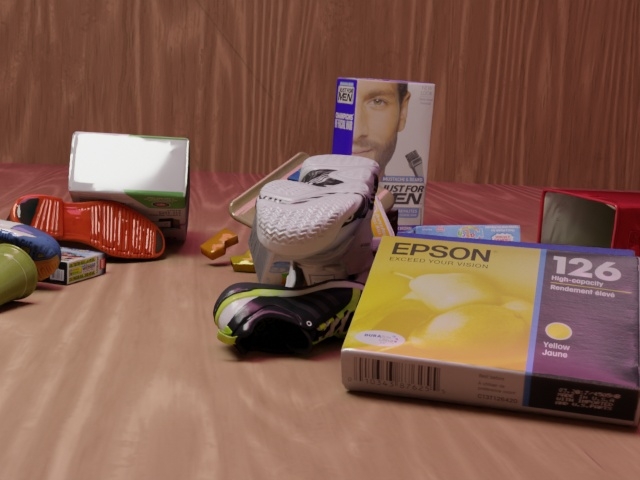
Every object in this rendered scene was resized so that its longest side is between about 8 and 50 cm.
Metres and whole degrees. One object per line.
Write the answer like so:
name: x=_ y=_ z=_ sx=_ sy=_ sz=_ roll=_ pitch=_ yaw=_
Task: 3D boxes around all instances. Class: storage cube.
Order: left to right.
storage cube: x=0.455 y=0.023 z=1.473 sx=0.193 sy=0.183 sz=0.215 roll=1 pitch=9 yaw=-20

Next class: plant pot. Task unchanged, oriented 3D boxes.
plant pot: x=-0.434 y=0.056 z=1.306 sx=0.083 sy=0.083 sz=0.079 roll=5 pitch=21 yaw=12

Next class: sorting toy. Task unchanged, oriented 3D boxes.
sorting toy: x=-0.049 y=-0.043 z=1.716 sx=0.229 sy=0.041 sz=0.307 roll=29 pitch=53 yaw=33

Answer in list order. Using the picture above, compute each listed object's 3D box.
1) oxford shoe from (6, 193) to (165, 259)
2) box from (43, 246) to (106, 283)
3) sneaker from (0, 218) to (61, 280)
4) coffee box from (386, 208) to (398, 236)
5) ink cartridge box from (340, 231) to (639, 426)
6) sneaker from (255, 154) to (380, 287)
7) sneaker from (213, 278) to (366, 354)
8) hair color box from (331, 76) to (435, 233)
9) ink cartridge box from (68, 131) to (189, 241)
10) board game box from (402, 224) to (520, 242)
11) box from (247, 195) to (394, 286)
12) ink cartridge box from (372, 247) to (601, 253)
oxford shoe: x=-0.404 y=-0.013 z=1.686 sx=0.271 sy=0.097 sz=0.098 roll=15 pitch=-30 yaw=-26
box: x=-0.458 y=0.032 z=1.550 sx=0.207 sy=0.036 sz=0.114 roll=6 pitch=9 yaw=18
sneaker: x=-0.514 y=-0.016 z=1.463 sx=0.296 sy=0.112 sz=0.131 roll=6 pitch=39 yaw=12
coffee box: x=0.012 y=-0.016 z=1.825 sx=0.246 sy=0.098 sz=0.141 roll=6 pitch=10 yaw=13
ink cartridge box: x=0.204 y=0.065 z=1.106 sx=0.304 sy=0.072 sz=0.307 roll=4 pitch=38 yaw=14
sneaker: x=0.004 y=0.015 z=1.316 sx=0.137 sy=0.210 sz=0.366 roll=5 pitch=17 yaw=11
sneaker: x=-0.018 y=0.108 z=1.186 sx=0.235 sy=0.084 sz=0.097 roll=-1 pitch=35 yaw=-24
hair color box: x=0.125 y=-0.167 z=2.057 sx=0.185 sy=0.339 sz=0.110 roll=0 pitch=9 yaw=-23
ink cartridge box: x=-0.344 y=-0.092 z=1.804 sx=0.201 sy=0.117 sz=0.278 roll=3 pitch=-17 yaw=-7
board game box: x=0.216 y=0.000 z=1.577 sx=0.160 sy=0.039 sz=0.211 roll=0 pitch=-4 yaw=-3
box: x=0.000 y=0.000 z=1.568 sx=0.203 sy=0.114 sz=0.103 roll=-1 pitch=46 yaw=-21
ink cartridge box: x=0.219 y=0.044 z=1.439 sx=0.261 sy=0.066 sz=0.296 roll=1 pitch=-3 yaw=-22
